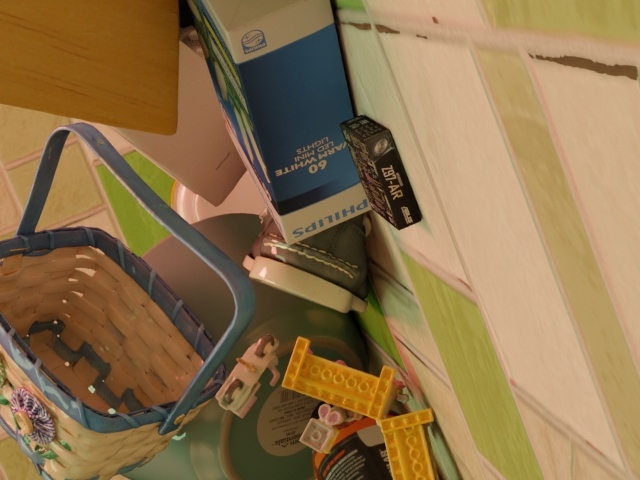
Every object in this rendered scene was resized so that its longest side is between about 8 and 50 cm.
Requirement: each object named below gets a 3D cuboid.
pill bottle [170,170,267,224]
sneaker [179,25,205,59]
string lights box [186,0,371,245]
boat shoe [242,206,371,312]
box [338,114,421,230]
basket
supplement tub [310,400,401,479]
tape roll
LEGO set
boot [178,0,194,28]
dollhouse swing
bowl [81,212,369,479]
[{"bbox_3d":[-0.111,-0.045,2.068,0.215,0.117,0.117,-157,44,-81],"label":"pill bottle"},{"bbox_3d":[-0.213,-0.306,2.060,0.115,0.105,0.281,72,177,-85],"label":"sneaker"},{"bbox_3d":[-0.034,-0.126,1.285,0.259,0.077,0.133,76,168,-56],"label":"string lights box"},{"bbox_3d":[0.000,0.000,1.529,0.319,0.116,0.099,-26,-44,-89],"label":"boat shoe"},{"bbox_3d":[0.040,-0.047,1.208,0.083,0.018,0.067,-136,24,-75],"label":"box"},{"bbox_3d":[-0.195,0.073,1.613,0.255,0.201,0.289,43,121,24],"label":"basket"},{"bbox_3d":[0.056,0.231,1.691,0.106,0.106,0.198,74,171,-50],"label":"supplement tub"},{"bbox_3d":[-0.180,-0.153,1.685,0.286,0.100,0.286,37,178,2],"label":"tape roll"},{"bbox_3d":[0.052,0.182,1.579,0.287,0.132,0.107,41,-176,17],"label":"LEGO set"},{"bbox_3d":[-0.152,-0.237,1.721,0.099,0.121,0.045,122,138,-71],"label":"boot"},{"bbox_3d":[-0.246,-0.303,1.309,0.347,0.315,0.305,40,114,46],"label":"dollhouse swing"},{"bbox_3d":[-0.072,0.144,1.806,0.163,0.311,0.311,32,149,46],"label":"bowl"}]
